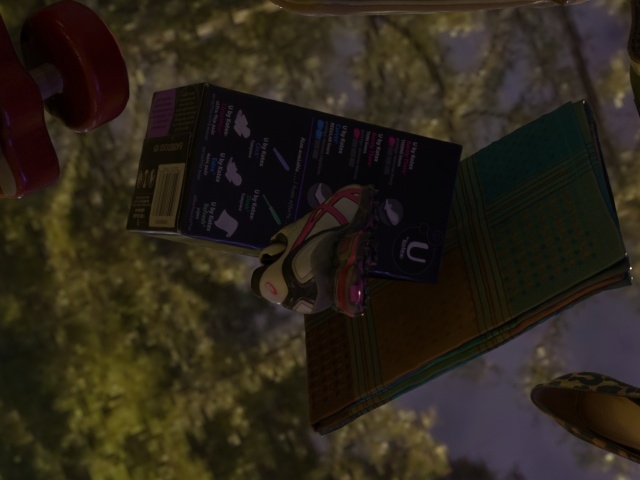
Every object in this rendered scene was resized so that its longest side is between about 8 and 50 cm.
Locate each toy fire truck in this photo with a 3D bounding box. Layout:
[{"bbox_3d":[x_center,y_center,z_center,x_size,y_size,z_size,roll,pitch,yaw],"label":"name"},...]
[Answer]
[{"bbox_3d":[-0.305,-0.164,1.176,0.254,0.169,0.302,2,-62,51],"label":"toy fire truck"}]

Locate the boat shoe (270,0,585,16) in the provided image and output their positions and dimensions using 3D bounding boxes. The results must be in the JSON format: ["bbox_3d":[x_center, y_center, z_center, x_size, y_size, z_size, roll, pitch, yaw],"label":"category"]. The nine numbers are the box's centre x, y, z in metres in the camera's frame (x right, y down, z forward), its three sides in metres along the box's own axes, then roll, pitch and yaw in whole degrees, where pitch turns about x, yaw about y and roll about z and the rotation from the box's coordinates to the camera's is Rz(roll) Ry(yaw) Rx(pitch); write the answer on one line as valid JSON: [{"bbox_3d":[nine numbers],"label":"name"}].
[{"bbox_3d":[0.109,-0.140,0.595,0.302,0.103,0.113,-11,-64,36],"label":"boat shoe"}]

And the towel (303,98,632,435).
[{"bbox_3d":[0.137,0.024,1.573,0.040,0.370,0.271,44,28,-33],"label":"towel"}]

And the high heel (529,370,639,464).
[{"bbox_3d":[0.305,0.183,1.426,0.261,0.186,0.093,-128,-132,-82],"label":"high heel"}]

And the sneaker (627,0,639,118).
[{"bbox_3d":[0.272,-0.142,1.183,0.064,0.192,0.086,-1,-59,22],"label":"sneaker"}]

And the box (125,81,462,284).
[{"bbox_3d":[-0.026,-0.050,1.476,0.165,0.270,0.143,5,-96,66],"label":"box"}]

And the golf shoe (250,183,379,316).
[{"bbox_3d":[0.000,0.000,1.118,0.186,0.086,0.067,-64,156,-72],"label":"golf shoe"}]
